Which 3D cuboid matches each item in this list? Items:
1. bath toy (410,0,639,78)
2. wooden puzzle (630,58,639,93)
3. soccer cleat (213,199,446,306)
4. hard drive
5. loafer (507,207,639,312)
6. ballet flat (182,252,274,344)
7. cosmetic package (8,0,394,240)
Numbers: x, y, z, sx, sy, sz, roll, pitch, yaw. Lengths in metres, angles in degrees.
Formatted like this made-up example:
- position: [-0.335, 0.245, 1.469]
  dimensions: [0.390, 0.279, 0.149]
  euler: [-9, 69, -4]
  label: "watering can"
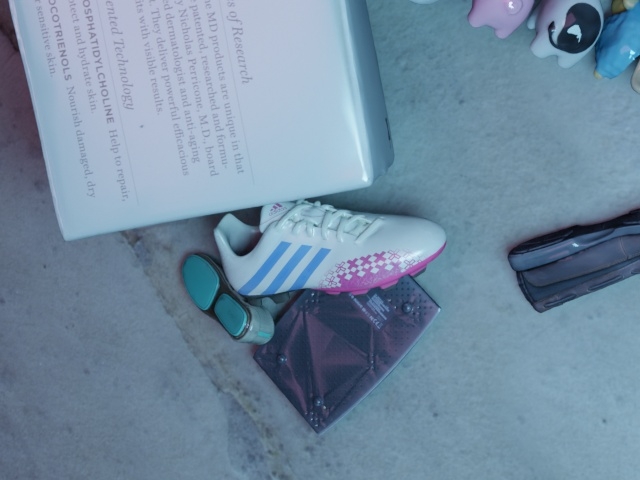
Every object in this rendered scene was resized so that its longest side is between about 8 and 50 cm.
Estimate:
- position: [0.253, -0.323, 1.348]
  dimensions: [0.129, 0.348, 0.151]
  euler: [131, 149, -50]
  label: "bath toy"
- position: [0.525, -0.246, 1.344]
  dimensions: [0.221, 0.044, 0.239]
  euler: [26, 94, 5]
  label: "wooden puzzle"
- position: [0.000, 0.000, 1.472]
  dimensions: [0.331, 0.116, 0.143]
  euler: [-12, 116, 28]
  label: "soccer cleat"
- position: [0.040, 0.132, 1.558]
  dimensions: [0.255, 0.054, 0.172]
  euler: [-48, 70, 14]
  label: "hard drive"
- position: [0.391, 0.016, 1.393]
  dimensions: [0.302, 0.109, 0.095]
  euler: [-16, 100, 29]
  label: "loafer"
- position: [-0.136, 0.090, 1.629]
  dimensions: [0.213, 0.068, 0.072]
  euler: [42, 109, 47]
  label: "ballet flat"
- position: [-0.131, -0.208, 1.433]
  dimensions: [0.393, 0.329, 0.327]
  euler: [-10, 97, 9]
  label: "cosmetic package"
